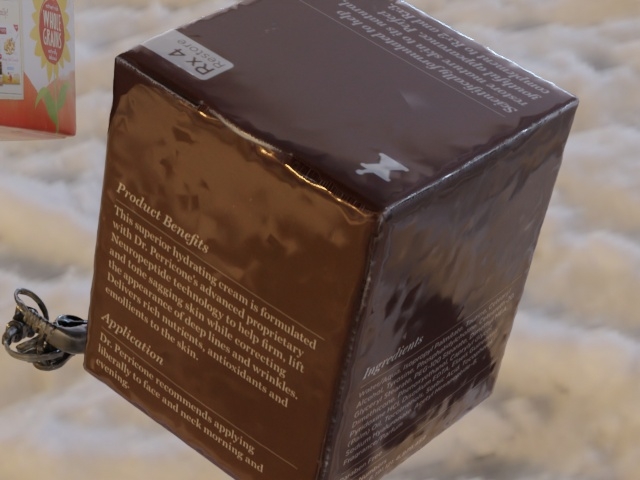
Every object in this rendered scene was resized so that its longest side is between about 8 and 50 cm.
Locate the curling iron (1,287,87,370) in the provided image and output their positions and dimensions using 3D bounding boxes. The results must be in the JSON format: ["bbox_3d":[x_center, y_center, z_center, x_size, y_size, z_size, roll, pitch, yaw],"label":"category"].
[{"bbox_3d":[-0.080,0.045,1.088,0.068,0.035,0.274,29,21,38],"label":"curling iron"}]

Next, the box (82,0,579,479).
[{"bbox_3d":[0.000,0.000,0.918,0.168,0.203,0.167,33,41,26],"label":"box"}]

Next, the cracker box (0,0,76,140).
[{"bbox_3d":[-0.174,-0.165,0.834,0.067,0.232,0.155,-1,-1,16],"label":"cracker box"}]
